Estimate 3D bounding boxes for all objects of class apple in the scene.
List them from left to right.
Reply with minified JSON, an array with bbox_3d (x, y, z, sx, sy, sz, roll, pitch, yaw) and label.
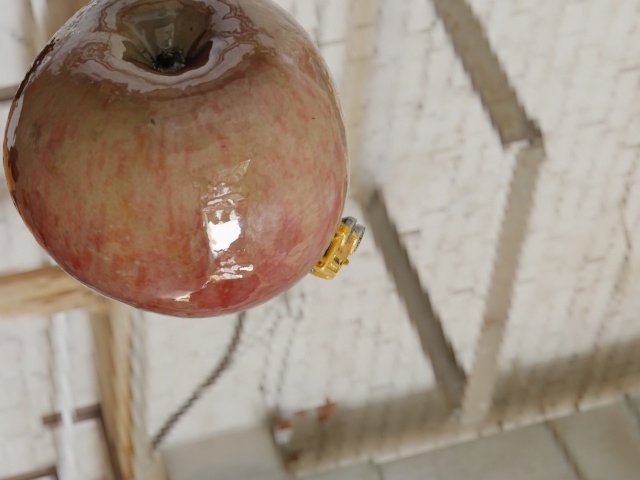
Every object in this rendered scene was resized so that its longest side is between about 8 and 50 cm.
[{"bbox_3d":[-0.127,-0.097,1.636,0.345,0.345,0.269,-117,-145,-44],"label":"apple"}]

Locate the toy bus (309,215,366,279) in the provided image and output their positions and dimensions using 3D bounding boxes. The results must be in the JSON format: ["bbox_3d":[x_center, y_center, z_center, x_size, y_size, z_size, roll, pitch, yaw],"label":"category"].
[{"bbox_3d":[0.000,0.000,1.951,0.162,0.069,0.074,39,76,-83],"label":"toy bus"}]
